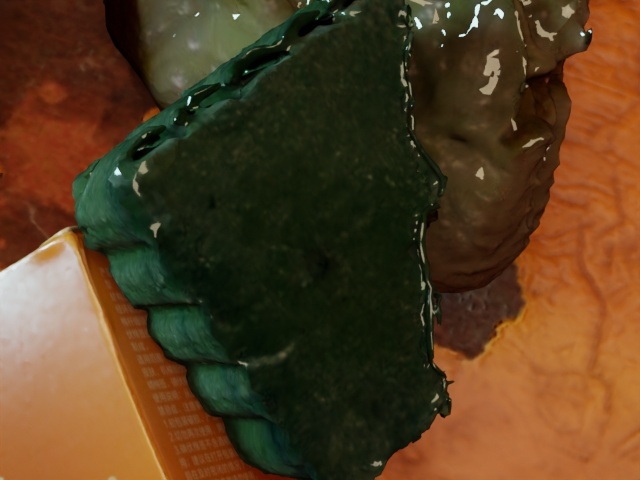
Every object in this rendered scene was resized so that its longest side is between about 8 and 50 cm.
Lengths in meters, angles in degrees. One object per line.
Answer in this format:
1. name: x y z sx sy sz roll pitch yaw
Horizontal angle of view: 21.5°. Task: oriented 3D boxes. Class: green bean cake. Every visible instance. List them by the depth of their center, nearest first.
1. green bean cake: 0.000 0.000 0.842 0.193 0.107 0.208 -39 101 -28

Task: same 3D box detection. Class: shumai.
1. shumai: 0.007 -0.152 0.971 0.283 0.217 0.346 9 81 2

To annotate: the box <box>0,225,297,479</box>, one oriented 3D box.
1. box: -0.122 0.183 0.895 0.225 0.143 0.341 -28 76 21
